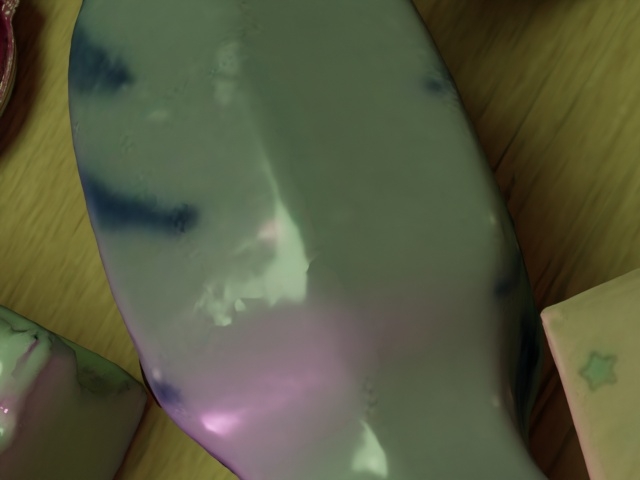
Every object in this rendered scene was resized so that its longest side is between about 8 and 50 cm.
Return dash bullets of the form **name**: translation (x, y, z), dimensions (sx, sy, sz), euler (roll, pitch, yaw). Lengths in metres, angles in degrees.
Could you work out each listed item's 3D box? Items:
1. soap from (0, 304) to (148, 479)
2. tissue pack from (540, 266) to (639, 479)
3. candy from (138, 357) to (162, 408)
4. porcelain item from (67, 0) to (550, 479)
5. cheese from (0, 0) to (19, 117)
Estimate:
- **soap**: translation (-0.360, 0.104, 0.990), dimensions (0.446, 0.156, 0.261), euler (22, 84, 23)
- **tissue pack**: translation (0.195, 0.140, 0.517), dimensions (0.170, 0.071, 0.325), euler (-25, 55, 19)
- **candy**: translation (-0.059, 0.059, 0.929), dimensions (0.103, 0.043, 0.103), euler (-14, 64, 32)
- **porcelain item**: translation (0.000, 0.000, 0.783), dimensions (0.178, 0.242, 0.405), euler (-21, 65, 4)
- **cheese**: translation (-0.290, -0.086, 1.147), dimensions (0.155, 0.062, 0.244), euler (42, 101, 40)
